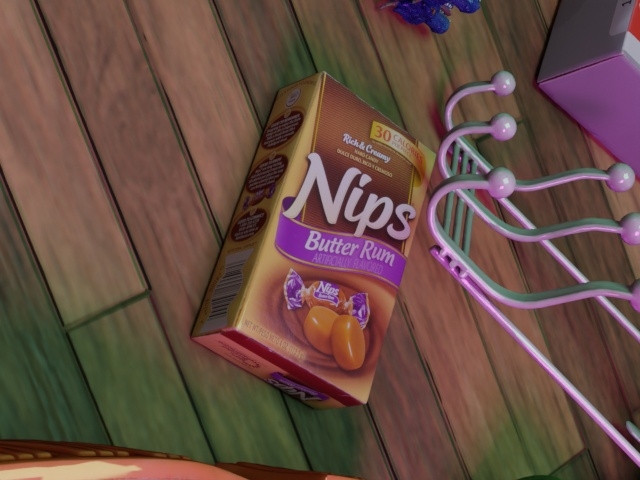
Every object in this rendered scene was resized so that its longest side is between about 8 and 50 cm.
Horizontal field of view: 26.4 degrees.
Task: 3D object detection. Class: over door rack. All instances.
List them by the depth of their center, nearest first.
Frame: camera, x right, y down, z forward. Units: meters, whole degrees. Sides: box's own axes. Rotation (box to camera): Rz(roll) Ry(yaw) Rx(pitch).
[{"bbox_3d":[0.191,0.048,0.904,0.324,0.108,0.239,56,19,-13],"label":"over door rack"}]

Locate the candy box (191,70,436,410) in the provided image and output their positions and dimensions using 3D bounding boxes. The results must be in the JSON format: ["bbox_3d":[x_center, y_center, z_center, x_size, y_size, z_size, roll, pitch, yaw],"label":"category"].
[{"bbox_3d":[0.000,0.000,0.865,0.109,0.053,0.186,33,60,-30],"label":"candy box"}]

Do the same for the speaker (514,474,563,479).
[{"bbox_3d":[0.204,0.299,0.923,0.296,0.131,0.131,52,54,-19],"label":"speaker"}]

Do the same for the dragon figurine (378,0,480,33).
[{"bbox_3d":[0.032,-0.277,0.927,0.289,0.085,0.144,48,54,-23],"label":"dragon figurine"}]

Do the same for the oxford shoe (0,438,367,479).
[{"bbox_3d":[-0.089,0.177,0.709,0.364,0.130,0.132,14,78,-37],"label":"oxford shoe"}]

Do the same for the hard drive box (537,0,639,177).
[{"bbox_3d":[0.300,-0.143,1.121,0.232,0.089,0.181,35,60,-29],"label":"hard drive box"}]
